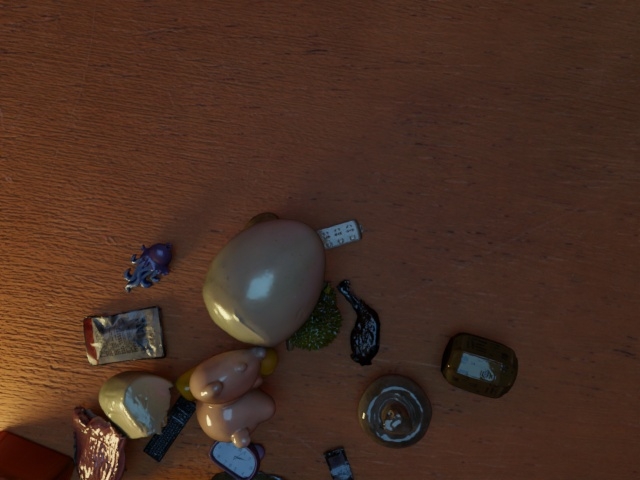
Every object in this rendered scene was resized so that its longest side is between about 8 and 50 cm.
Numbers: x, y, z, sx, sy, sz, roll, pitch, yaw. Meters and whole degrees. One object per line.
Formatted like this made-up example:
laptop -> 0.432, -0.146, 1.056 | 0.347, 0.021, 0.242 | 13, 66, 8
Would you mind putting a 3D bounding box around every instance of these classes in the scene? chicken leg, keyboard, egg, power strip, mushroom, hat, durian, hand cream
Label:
chicken leg -> 0.115, 0.231, 1.684 | 0.106, 0.051, 0.253 | -14, 87, 8
keyboard -> -0.441, 0.552, 1.734 | 0.061, 0.013, 0.204 | 35, 92, 1
egg -> -0.134, 0.098, 1.483 | 0.283, 0.283, 0.345 | 36, 91, 2
power strip -> 0.000, 0.000, 1.695 | 0.253, 0.027, 0.060 | -17, 90, 3
mushroom -> 0.202, 0.472, 1.608 | 0.204, 0.204, 0.204 | 0, 91, 3
hat -> -0.637, 0.630, 1.692 | 0.237, 0.107, 0.286 | 14, 101, 37
durian -> -0.017, 0.212, 1.642 | 0.146, 0.159, 0.198 | 28, 62, -28
hand cream -> 0.062, 0.680, 1.702 | 0.062, 0.039, 0.163 | -18, 84, 5

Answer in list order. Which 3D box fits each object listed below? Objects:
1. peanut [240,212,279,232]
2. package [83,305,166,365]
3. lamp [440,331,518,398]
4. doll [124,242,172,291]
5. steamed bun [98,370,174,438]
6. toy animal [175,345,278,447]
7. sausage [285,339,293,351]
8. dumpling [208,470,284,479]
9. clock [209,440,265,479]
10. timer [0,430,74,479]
peanut -> -0.188, 0.038, 1.660 | 0.137, 0.122, 0.253 | 39, 95, -6
package -> -0.575, 0.282, 1.729 | 0.240, 0.030, 0.154 | -8, 92, 3
lamp -> 0.432, 0.340, 1.617 | 0.185, 0.161, 0.161 | 19, 92, 2
doll -> -0.499, 0.076, 1.708 | 0.206, 0.067, 0.110 | -41, 103, 14
steamed bun -> -0.486, 0.451, 1.639 | 0.170, 0.226, 0.199 | -31, 104, -39
toy animal -> -0.213, 0.417, 1.581 | 0.278, 0.345, 0.246 | -13, 78, -30
sausage -> -0.092, 0.255, 1.706 | 0.024, 0.024, 0.132 | -6, 90, 3
dumpling -> -0.163, 0.759, 1.687 | 0.332, 0.166, 0.086 | 32, 136, 19
clock -> -0.238, 0.611, 1.690 | 0.153, 0.050, 0.110 | 32, 78, 7
timer -> -0.893, 0.734, 1.719 | 0.258, 0.161, 0.249 | 21, 107, 2
